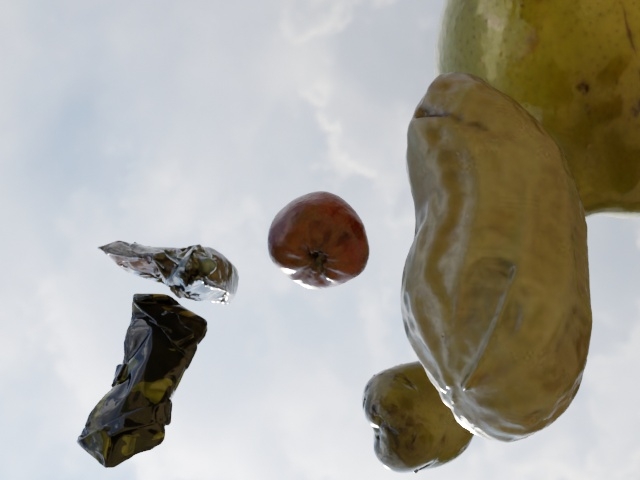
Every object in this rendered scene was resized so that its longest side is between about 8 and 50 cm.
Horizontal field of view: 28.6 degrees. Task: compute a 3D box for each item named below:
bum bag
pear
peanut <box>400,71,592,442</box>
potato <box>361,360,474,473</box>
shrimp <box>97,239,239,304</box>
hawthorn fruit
[{"bbox_3d":[-0.204,0.160,1.446,0.060,0.106,0.233,71,-153,-50],"label":"bum bag"},{"bbox_3d":[0.314,-0.222,1.523,0.362,0.362,0.418,-7,-86,-49],"label":"pear"},{"bbox_3d":[0.159,0.013,1.150,0.158,0.174,0.340,90,-176,-68],"label":"peanut"},{"bbox_3d":[0.149,0.256,1.845,0.200,0.137,0.155,-15,-75,-44],"label":"potato"},{"bbox_3d":[-0.169,0.029,1.379,0.164,0.317,0.062,13,-94,-4],"label":"shrimp"},{"bbox_3d":[0.000,0.000,1.481,0.128,0.128,0.128,14,-109,-46],"label":"hawthorn fruit"}]
